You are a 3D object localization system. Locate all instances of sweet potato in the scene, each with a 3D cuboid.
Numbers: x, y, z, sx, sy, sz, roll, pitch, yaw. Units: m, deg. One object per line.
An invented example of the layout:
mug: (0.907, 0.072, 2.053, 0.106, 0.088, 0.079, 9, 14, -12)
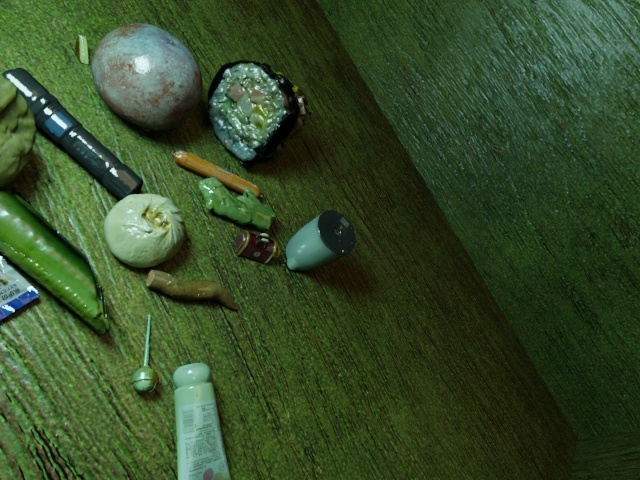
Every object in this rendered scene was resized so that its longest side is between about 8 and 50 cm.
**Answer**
sweet potato: (-0.346, 0.141, 1.232, 0.281, 0.059, 0.067, 17, 62, -37)

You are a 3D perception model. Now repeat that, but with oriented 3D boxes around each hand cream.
hand cream: (-0.292, 0.455, 1.049, 0.147, 0.093, 0.306, 10, 59, -48)

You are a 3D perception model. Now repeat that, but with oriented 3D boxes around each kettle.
kettle: (0.000, 0.000, 1.543, 0.161, 0.236, 0.221, 46, 46, -10)

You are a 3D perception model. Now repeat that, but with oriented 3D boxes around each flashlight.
flashlight: (-0.657, -0.272, 1.166, 0.424, 0.103, 0.103, 45, 40, -16)

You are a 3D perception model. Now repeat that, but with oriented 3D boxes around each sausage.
sausage: (-0.344, -0.222, 1.487, 0.347, 0.053, 0.053, 24, 49, -34)

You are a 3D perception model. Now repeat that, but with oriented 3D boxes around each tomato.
tomato: (-0.523, -0.492, 1.325, 0.316, 0.282, 0.317, 31, 33, -23)

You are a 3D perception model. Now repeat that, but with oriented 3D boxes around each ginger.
ginger: (-0.278, -0.122, 1.468, 0.289, 0.089, 0.137, 15, 73, -34)

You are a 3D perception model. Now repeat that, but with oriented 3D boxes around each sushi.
sushi: (-0.221, -0.480, 1.610, 0.328, 0.328, 0.285, 39, 27, 5)

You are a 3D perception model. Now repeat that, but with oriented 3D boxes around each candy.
candy: (-0.428, 0.275, 1.074, 0.061, 0.061, 0.203, 21, 43, -36)

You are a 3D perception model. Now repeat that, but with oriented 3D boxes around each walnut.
walnut: (-0.765, -0.245, 0.906, 0.253, 0.282, 0.277, 4, 46, 2)

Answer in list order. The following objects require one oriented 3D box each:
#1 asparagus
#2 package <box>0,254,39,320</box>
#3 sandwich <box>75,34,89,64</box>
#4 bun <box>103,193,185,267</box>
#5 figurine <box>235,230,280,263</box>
asparagus: (-0.603, 0.052, 0.992, 0.382, 0.108, 0.128, 47, 15, -13)
package: (-0.717, 0.100, 0.900, 0.173, 0.027, 0.171, 46, 40, -5)
sandwich: (-0.739, -0.590, 1.345, 0.031, 0.044, 0.083, -9, 114, -44)
bun: (-0.457, -0.035, 1.165, 0.222, 0.127, 0.222, 12, 72, -40)
figurine: (-0.196, 0.013, 1.447, 0.154, 0.098, 0.082, 18, 48, -34)
